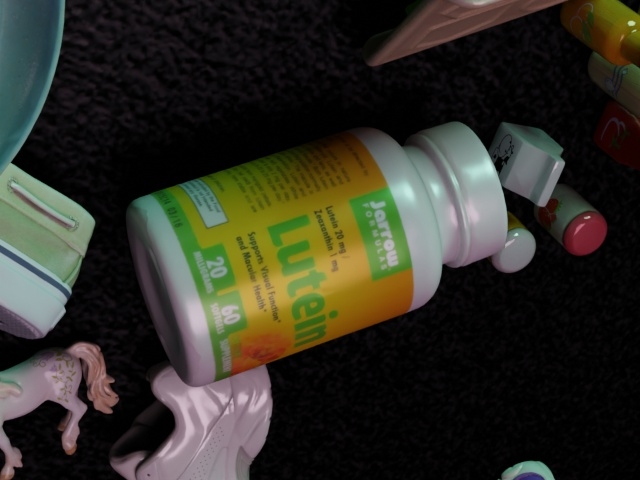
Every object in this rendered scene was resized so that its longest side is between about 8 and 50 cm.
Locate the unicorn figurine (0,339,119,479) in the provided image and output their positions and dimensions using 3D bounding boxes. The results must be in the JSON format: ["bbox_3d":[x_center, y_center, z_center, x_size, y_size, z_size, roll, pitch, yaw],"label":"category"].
[{"bbox_3d":[-0.220,0.117,1.032,0.162,0.060,0.111,-37,139,-39],"label":"unicorn figurine"}]

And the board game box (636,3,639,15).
[{"bbox_3d":[0.325,-0.217,1.099,0.141,0.048,0.170,-2,121,-27],"label":"board game box"}]

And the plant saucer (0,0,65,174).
[{"bbox_3d":[-0.294,-0.138,0.769,0.317,0.044,0.317,0,90,-28],"label":"plant saucer"}]

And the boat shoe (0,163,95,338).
[{"bbox_3d":[-0.268,-0.048,0.893,0.302,0.109,0.094,40,63,-36],"label":"boat shoe"}]

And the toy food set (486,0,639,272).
[{"bbox_3d":[0.207,-0.063,1.102,0.111,0.104,0.232,8,116,-30],"label":"toy food set"}]

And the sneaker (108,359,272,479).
[{"bbox_3d":[-0.109,0.182,1.127,0.115,0.090,0.232,0,111,-19],"label":"sneaker"}]

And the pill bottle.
[{"bbox_3d":[0.000,0.000,1.019,0.246,0.136,0.136,-19,127,-15],"label":"pill bottle"}]

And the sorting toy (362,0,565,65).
[{"bbox_3d":[0.135,-0.173,0.951,0.193,0.208,0.038,-20,92,-14],"label":"sorting toy"}]

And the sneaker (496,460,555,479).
[{"bbox_3d":[0.169,0.282,1.330,0.068,0.071,0.170,8,117,-30],"label":"sneaker"}]
